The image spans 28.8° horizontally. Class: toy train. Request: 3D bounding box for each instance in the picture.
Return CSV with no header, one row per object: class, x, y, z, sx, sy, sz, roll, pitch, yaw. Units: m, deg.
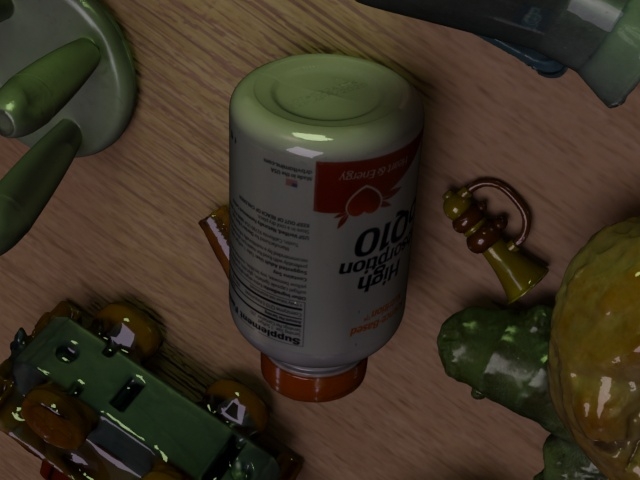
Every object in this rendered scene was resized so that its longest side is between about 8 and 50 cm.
toy train,-0.184,0.228,1.318,0.369,0.163,0.232,34,139,5

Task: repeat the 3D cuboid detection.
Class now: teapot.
teapot,0.134,-0.196,0.871,0.225,0.171,0.203,30,162,0

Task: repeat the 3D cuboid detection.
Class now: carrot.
carrot,-0.061,0.041,1.194,0.055,0.055,0.161,-20,103,37

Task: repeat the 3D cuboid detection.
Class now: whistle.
whistle,0.149,-0.004,1.054,0.109,0.046,0.057,53,144,-3

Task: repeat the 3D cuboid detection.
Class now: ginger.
ginger,0.223,0.167,1.096,0.290,0.089,0.137,50,138,-10

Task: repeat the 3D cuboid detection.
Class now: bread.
bread,0.283,0.093,0.952,0.244,0.134,0.244,3,111,9

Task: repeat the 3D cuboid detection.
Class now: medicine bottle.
medicine bottle,0.000,0.000,1.061,0.157,0.157,0.289,16,127,19

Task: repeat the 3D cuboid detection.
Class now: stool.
stool,-0.297,-0.126,1.117,0.195,0.199,0.195,31,131,10
